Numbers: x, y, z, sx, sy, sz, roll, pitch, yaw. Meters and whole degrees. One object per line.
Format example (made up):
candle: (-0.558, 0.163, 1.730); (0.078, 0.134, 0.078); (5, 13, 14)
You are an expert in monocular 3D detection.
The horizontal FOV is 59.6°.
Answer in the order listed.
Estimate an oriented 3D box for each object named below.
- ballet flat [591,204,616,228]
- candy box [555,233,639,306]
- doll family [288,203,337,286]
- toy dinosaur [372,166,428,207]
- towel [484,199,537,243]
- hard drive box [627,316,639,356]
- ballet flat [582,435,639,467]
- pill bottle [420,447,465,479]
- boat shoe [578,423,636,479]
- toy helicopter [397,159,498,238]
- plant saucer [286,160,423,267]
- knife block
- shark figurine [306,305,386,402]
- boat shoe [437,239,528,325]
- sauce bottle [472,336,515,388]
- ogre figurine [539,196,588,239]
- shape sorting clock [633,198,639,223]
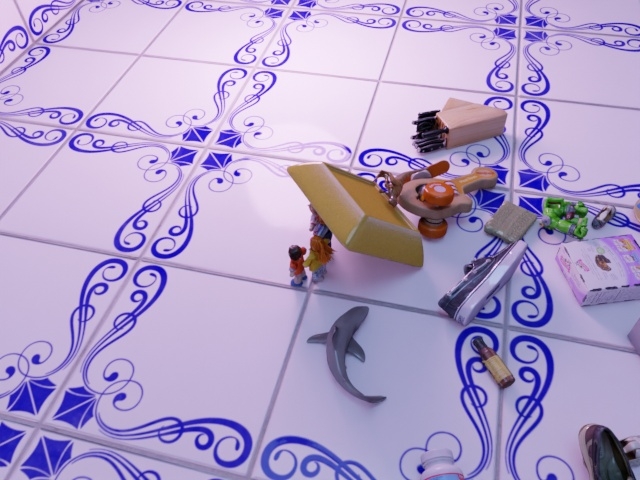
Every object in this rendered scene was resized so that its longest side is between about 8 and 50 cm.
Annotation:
ballet flat: (0.815, -0.076, 1.594); (0.041, 0.041, 0.114); (35, 59, 29)
candy box: (0.739, 0.075, 1.446); (0.196, 0.070, 0.164); (-6, 49, -3)
doll family: (0.000, 0.000, 1.488); (0.119, 0.163, 0.262); (11, 50, 13)
toy dinosaur: (0.211, -0.161, 1.570); (0.112, 0.064, 0.211); (34, 50, 0)
towel: (0.543, -0.051, 1.595); (0.110, 0.027, 0.148); (30, 56, 25)
hard drive box: (0.866, 0.253, 1.272); (0.232, 0.089, 0.181); (-9, 48, -4)
ballet flat: (0.622, 0.436, 1.148); (0.168, 0.052, 0.057); (-15, 50, -10)
pill bottle: (0.245, 0.497, 1.091); (0.087, 0.087, 0.160); (-6, 49, -2)
boat shoe: (0.563, 0.466, 1.071); (0.080, 0.073, 0.223); (-12, 70, 0)
toy helicopter: (0.375, -0.157, 1.657); (0.355, 0.140, 0.235); (-20, 41, -28)
plant saucer: (0.113, -0.086, 1.481); (0.333, 0.081, 0.332); (15, 31, -46)
knife block: (0.442, -0.356, 1.828); (0.276, 0.088, 0.242); (19, 53, 18)
shark figurine: (0.053, 0.259, 1.296); (0.166, 0.116, 0.278); (-7, 47, -2)
boat shoe: (0.417, 0.088, 1.435); (0.102, 0.108, 0.301); (36, 67, 28)
sauce bottle: (0.401, 0.282, 1.303); (0.042, 0.042, 0.128); (-18, 49, -13)
ogre figurine: (0.679, -0.071, 1.559); (0.118, 0.096, 0.197); (16, 52, 15)
shape sorting clock: (0.989, -0.059, 1.569); (0.206, 0.040, 0.206); (-2, 45, 2)
